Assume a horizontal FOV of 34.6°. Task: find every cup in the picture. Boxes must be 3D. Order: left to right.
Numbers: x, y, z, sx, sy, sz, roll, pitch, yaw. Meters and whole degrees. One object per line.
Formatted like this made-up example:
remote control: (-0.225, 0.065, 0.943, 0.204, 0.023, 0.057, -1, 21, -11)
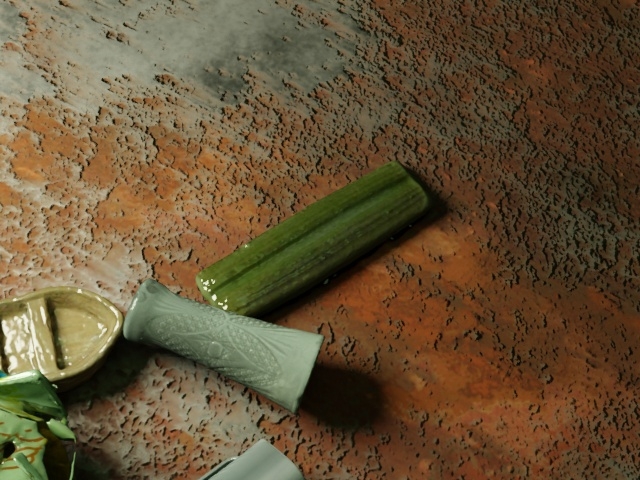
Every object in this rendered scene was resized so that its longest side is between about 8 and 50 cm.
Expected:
cup: (-0.089, 0.285, 1.103, 0.129, 0.095, 0.128, -35, 35, -22)

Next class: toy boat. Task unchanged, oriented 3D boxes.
toy boat: (-0.316, 0.119, 1.188, 0.188, 0.061, 0.116, -12, 63, -9)

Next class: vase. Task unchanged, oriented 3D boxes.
vase: (-0.112, 0.115, 1.174, 0.219, 0.096, 0.096, 21, 64, 3)

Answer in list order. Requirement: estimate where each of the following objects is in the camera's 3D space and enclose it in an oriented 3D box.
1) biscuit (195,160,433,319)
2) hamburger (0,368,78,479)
biscuit: (0.000, 0.000, 1.279, 0.322, 0.038, 0.099, -31, 66, -17)
hamburger: (-0.328, 0.241, 1.020, 0.276, 0.150, 0.260, 42, 40, -3)
